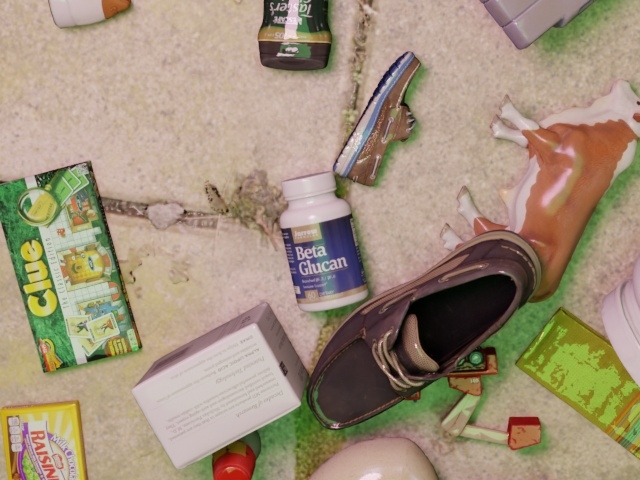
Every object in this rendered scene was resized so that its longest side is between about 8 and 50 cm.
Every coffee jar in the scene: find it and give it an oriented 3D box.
[{"bbox_3d":[-0.031,-0.307,1.796,0.096,0.079,0.184,2,97,3],"label":"coffee jar"}]

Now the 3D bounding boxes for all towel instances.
[{"bbox_3d":[0.379,0.195,1.860,0.237,0.021,0.102,37,96,-1],"label":"towel"}]

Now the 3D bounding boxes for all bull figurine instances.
[{"bbox_3d":[0.287,-0.077,1.796,0.188,0.101,0.310,25,96,3],"label":"bull figurine"}]

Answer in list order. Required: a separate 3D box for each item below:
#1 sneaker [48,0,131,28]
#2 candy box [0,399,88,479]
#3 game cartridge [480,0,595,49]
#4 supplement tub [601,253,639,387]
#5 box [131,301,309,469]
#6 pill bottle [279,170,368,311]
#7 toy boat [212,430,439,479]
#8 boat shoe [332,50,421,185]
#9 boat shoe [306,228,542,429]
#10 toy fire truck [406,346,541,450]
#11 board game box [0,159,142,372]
[{"bbox_3d":[-0.302,-0.421,1.793,0.123,0.106,0.290,-10,106,0],"label":"sneaker"},{"bbox_3d":[-0.366,0.320,1.910,0.105,0.027,0.205,-6,96,0],"label":"candy box"},{"bbox_3d":[0.312,-0.420,1.726,0.355,0.068,0.230,-39,98,-9],"label":"game cartridge"},{"bbox_3d":[0.528,0.055,1.696,0.331,0.241,0.241,-41,93,26],"label":"supplement tub"},{"bbox_3d":[-0.123,0.181,1.804,0.182,0.181,0.119,-28,95,5],"label":"box"},{"bbox_3d":[0.000,0.000,1.821,0.094,0.094,0.169,-12,95,4],"label":"pill bottle"},{"bbox_3d":[0.000,0.338,1.848,0.318,0.148,0.267,29,102,-8],"label":"toy boat"},{"bbox_3d":[0.086,-0.154,1.820,0.066,0.066,0.183,29,107,-5],"label":"boat shoe"},{"bbox_3d":[0.113,0.116,1.752,0.355,0.130,0.132,-42,90,17],"label":"boat shoe"},{"bbox_3d":[0.189,0.206,1.858,0.192,0.047,0.135,-4,98,4],"label":"toy fire truck"},{"bbox_3d":[-0.335,0.036,1.876,0.136,0.030,0.259,-15,95,7],"label":"board game box"}]
